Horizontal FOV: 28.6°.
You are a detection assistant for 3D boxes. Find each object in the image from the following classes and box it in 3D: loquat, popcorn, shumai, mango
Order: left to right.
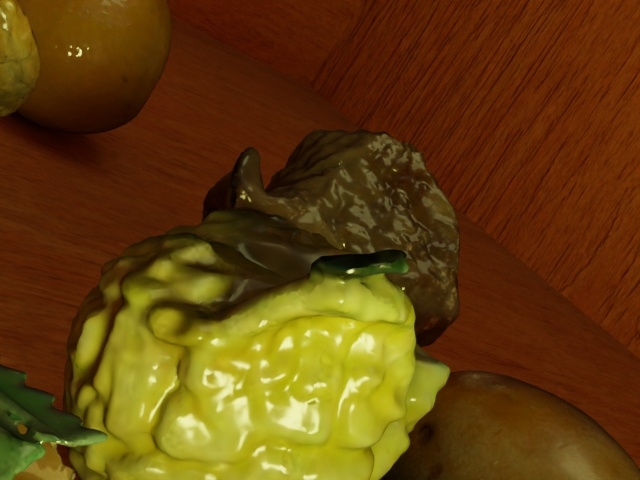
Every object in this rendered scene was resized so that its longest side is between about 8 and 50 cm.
[{"bbox_3d":[-0.333,-0.282,1.669,0.274,0.275,0.275,32,12,-8],"label":"loquat"},{"bbox_3d":[-0.047,0.100,0.910,0.292,0.237,0.293,-2,11,0],"label":"popcorn"},{"bbox_3d":[0.000,0.000,1.443,0.314,0.267,0.262,45,22,27],"label":"shumai"},{"bbox_3d":[0.188,0.256,1.043,0.198,0.222,0.384,-12,36,-22],"label":"mango"}]

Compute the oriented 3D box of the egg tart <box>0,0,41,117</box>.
[{"bbox_3d":[-0.430,-0.210,1.167,0.351,0.153,0.339,27,-31,0],"label":"egg tart"}]

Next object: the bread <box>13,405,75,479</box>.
[{"bbox_3d":[-0.243,0.118,0.763,0.173,0.085,0.134,28,13,-25],"label":"bread"}]

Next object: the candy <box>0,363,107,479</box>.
[{"bbox_3d":[-0.309,0.057,0.564,0.263,0.172,0.398,39,24,29],"label":"candy"}]
